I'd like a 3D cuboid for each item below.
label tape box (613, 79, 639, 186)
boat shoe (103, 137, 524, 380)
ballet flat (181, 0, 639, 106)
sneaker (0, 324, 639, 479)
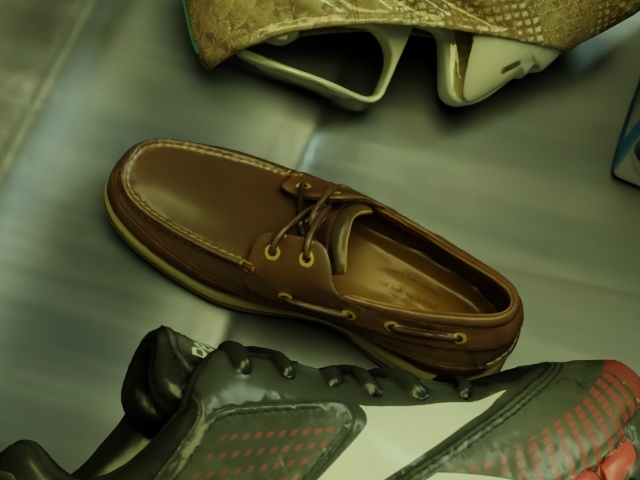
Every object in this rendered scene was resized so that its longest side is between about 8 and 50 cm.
[{"bbox_3d":[0.317,-0.052,0.730,0.333,0.241,0.106,24,62,0],"label":"label tape box"},{"bbox_3d":[0.000,0.000,0.738,0.178,0.060,0.064,25,63,0],"label":"boat shoe"},{"bbox_3d":[0.040,-0.091,0.797,0.206,0.073,0.067,4,92,-8],"label":"ballet flat"},{"bbox_3d":[0.001,0.081,0.668,0.276,0.097,0.135,-19,89,-19],"label":"sneaker"}]
